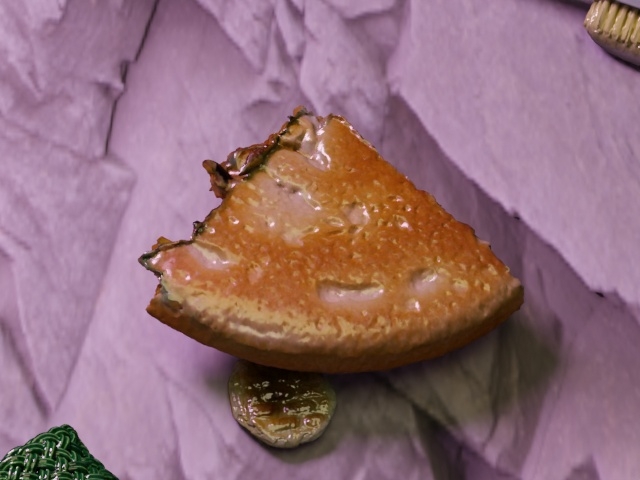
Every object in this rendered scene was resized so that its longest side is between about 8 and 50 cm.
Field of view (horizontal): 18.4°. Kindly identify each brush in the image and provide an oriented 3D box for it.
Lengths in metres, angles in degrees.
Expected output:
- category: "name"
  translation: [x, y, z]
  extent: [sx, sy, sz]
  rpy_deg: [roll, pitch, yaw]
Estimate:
- category: "brush"
  translation: [0.226, -0.194, 1.651]
  extent: [0.297, 0.068, 0.060]
  rpy_deg: [22, 99, 7]

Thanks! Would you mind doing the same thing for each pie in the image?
- category: "pie"
  translation: [-0.028, 0.115, 1.452]
  extent: [0.084, 0.020, 0.084]
  rpy_deg: [3, 59, -6]

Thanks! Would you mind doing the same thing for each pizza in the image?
- category: "pizza"
  translation: [0.000, 0.000, 1.487]
  extent: [0.289, 0.081, 0.229]
  rpy_deg: [-3, 63, -14]

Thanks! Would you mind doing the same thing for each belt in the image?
- category: "belt"
  translation: [-0.212, 0.187, 1.327]
  extent: [0.079, 0.121, 0.151]
  rpy_deg: [42, 68, 14]
